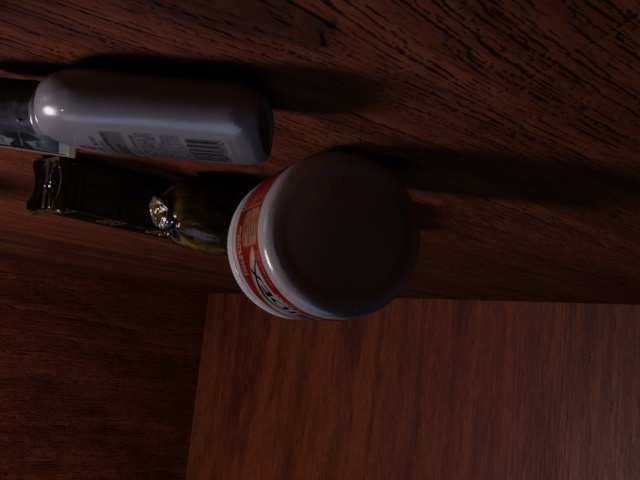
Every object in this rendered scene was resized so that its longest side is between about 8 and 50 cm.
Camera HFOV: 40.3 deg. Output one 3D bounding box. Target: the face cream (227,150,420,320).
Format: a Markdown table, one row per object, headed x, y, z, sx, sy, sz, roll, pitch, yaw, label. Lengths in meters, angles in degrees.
| x | y | z | sx | sy | sz | roll | pitch | yaw | label |
| --- | --- | --- | --- | --- | --- | --- | --- | --- | --- |
| 0.000 | 0.000 | 1.089 | 0.201 | 0.201 | 0.187 | 9 | 172 | -19 | face cream |

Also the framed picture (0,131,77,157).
| x | y | z | sx | sy | sz | roll | pitch | yaw | label |
| --- | --- | --- | --- | --- | --- | --- | --- | --- | --- |
| -0.374 | -0.136 | 1.075 | 0.150 | 0.015 | 0.203 | 8 | 172 | -17 | framed picture |

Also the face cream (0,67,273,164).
| x | y | z | sx | sy | sz | roll | pitch | yaw | label |
| --- | --- | --- | --- | --- | --- | --- | --- | --- | --- |
| -0.194 | -0.121 | 0.842 | 0.291 | 0.071 | 0.144 | 5 | 171 | 6 | face cream |

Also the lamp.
| x | y | z | sx | sy | sz | roll | pitch | yaw | label |
| --- | --- | --- | --- | --- | --- | --- | --- | --- | --- |
| -0.279 | -0.053 | 1.340 | 0.090 | 0.089 | 0.325 | -1 | 170 | 45 | lamp |

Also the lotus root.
| x | y | z | sx | sy | sz | roll | pitch | yaw | label |
| --- | --- | --- | --- | --- | --- | --- | --- | --- | --- |
| -0.148 | -0.036 | 1.280 | 0.209 | 0.120 | 0.120 | 11 | 171 | -34 | lotus root |
